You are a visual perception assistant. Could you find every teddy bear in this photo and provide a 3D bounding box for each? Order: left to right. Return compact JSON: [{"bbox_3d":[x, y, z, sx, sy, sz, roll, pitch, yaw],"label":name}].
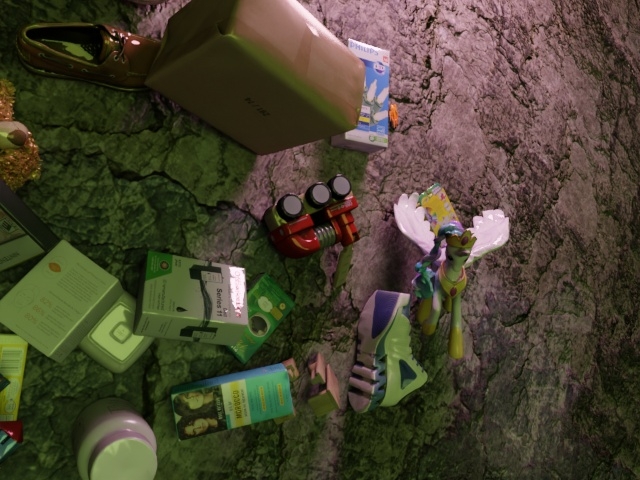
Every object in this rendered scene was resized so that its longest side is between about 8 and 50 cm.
[{"bbox_3d":[-0.586,-0.240,0.817,0.113,0.245,0.338,-33,78,2],"label":"teddy bear"}]

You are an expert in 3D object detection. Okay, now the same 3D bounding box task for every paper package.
[{"bbox_3d":[-0.127,-0.332,1.007,0.324,0.309,0.168,27,67,-40],"label":"paper package"}]

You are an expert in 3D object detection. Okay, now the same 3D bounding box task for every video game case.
[{"bbox_3d":[-0.577,-0.062,0.772,0.275,0.248,0.035,56,35,-27],"label":"video game case"}]

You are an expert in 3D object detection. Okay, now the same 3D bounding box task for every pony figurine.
[{"bbox_3d":[0.329,0.058,1.279,0.302,0.351,0.364,5,122,6],"label":"pony figurine"}]

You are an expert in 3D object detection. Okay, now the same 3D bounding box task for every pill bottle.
[{"bbox_3d":[-0.367,0.371,0.895,0.131,0.229,0.131,2,87,-30],"label":"pill bottle"}]

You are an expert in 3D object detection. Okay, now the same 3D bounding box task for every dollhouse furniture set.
[{"bbox_3d":[-0.053,0.342,1.198,0.151,0.123,0.144,-26,102,7],"label":"dollhouse furniture set"}]

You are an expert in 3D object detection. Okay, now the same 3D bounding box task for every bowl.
[{"bbox_3d":[-0.400,0.179,0.991,0.142,0.053,0.142,47,66,-18],"label":"bowl"}]

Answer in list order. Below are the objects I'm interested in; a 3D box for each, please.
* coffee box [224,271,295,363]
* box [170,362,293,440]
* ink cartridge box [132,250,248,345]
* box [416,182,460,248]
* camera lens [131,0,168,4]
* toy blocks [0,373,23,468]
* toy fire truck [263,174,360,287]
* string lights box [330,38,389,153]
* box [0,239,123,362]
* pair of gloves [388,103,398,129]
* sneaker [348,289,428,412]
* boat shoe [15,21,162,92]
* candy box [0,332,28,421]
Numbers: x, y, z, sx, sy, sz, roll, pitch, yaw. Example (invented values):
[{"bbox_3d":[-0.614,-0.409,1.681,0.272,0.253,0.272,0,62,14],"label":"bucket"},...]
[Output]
[{"bbox_3d":[-0.155,0.174,1.140,0.113,0.040,0.184,49,65,-18],"label":"coffee box"},{"bbox_3d":[-0.187,0.340,1.065,0.244,0.060,0.101,-9,92,-15],"label":"box"},{"bbox_3d":[-0.258,0.119,1.013,0.208,0.087,0.153,12,45,-26],"label":"ink cartridge box"},{"bbox_3d":[0.338,-0.066,1.443,0.105,0.043,0.179,-35,106,-26],"label":"box"},{"bbox_3d":[-0.330,-0.605,0.950,0.219,0.274,0.220,2,86,-30],"label":"camera lens"},{"bbox_3d":[-0.622,0.272,0.776,0.381,0.191,0.261,42,61,-1],"label":"toy blocks"},{"bbox_3d":[0.000,0.000,1.197,0.216,0.158,0.247,-24,89,-30],"label":"toy fire truck"},{"bbox_3d":[0.104,-0.371,1.304,0.133,0.076,0.260,4,85,-29],"label":"string lights box"},{"bbox_3d":[-0.468,0.111,0.904,0.130,0.091,0.171,36,64,1],"label":"box"},{"bbox_3d":[0.181,-0.344,1.386,0.083,0.010,0.074,-4,90,-28],"label":"pair of gloves"},{"bbox_3d":[0.191,0.291,1.299,0.182,0.127,0.316,17,86,-32],"label":"sneaker"},{"bbox_3d":[-0.419,-0.362,0.981,0.307,0.104,0.111,-11,91,-31],"label":"boat shoe"},{"bbox_3d":[-0.591,0.268,0.887,0.105,0.027,0.206,9,82,-27],"label":"candy box"}]
